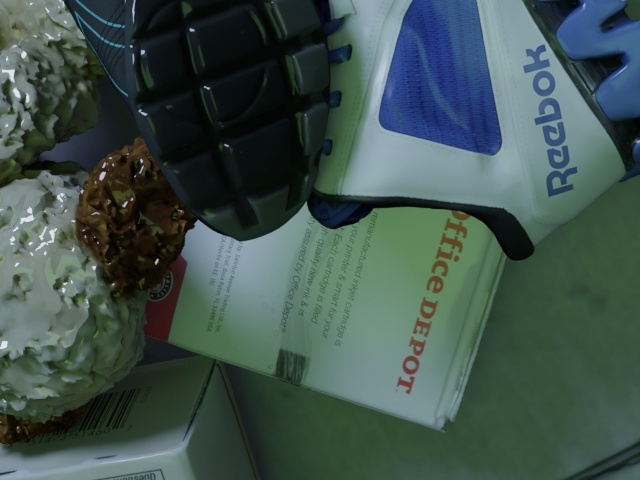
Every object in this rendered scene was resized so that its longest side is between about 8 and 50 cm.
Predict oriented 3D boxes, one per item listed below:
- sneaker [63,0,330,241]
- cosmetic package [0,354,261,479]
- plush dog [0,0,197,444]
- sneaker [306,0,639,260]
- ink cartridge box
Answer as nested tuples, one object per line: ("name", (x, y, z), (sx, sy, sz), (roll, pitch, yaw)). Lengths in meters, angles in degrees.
("sneaker", (-0.075, -0.128, 0.626), (0.101, 0.106, 0.267), (-23, 99, -22))
("cosmetic package", (-0.100, 0.239, 0.823), (0.160, 0.113, 0.310), (-10, 113, 12))
("plush dog", (-0.175, -0.012, 0.717), (0.225, 0.210, 0.262), (49, 129, 19))
("sneaker", (0.032, -0.108, 0.667), (0.182, 0.127, 0.315), (-43, 90, 2))
("ink cartridge box", (0.000, 0.000, 0.795), (0.217, 0.092, 0.159), (18, 104, 7))
